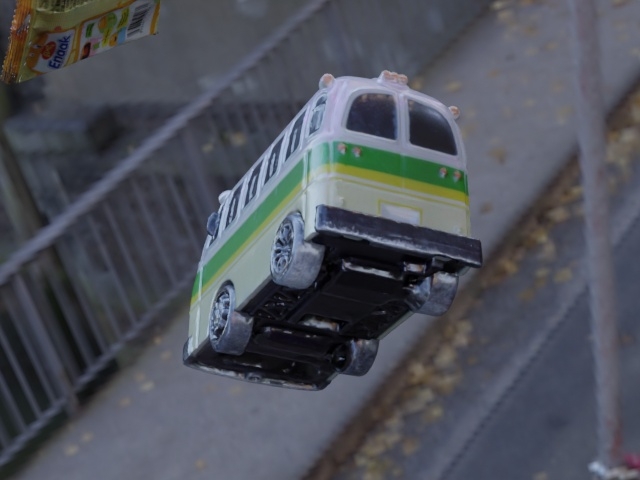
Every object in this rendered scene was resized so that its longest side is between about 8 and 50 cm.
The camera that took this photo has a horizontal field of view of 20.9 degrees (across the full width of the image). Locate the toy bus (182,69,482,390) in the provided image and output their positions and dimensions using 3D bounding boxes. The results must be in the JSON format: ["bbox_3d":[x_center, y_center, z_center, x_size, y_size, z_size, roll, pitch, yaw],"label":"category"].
[{"bbox_3d":[0.000,0.000,1.440,0.143,0.305,0.179,11,61,-21],"label":"toy bus"}]

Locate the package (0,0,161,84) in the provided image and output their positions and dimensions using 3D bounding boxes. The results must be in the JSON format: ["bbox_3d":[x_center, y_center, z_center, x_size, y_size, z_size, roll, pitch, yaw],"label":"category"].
[{"bbox_3d":[-0.139,-0.151,1.063,0.121,0.108,0.031,-28,64,-34],"label":"package"}]
